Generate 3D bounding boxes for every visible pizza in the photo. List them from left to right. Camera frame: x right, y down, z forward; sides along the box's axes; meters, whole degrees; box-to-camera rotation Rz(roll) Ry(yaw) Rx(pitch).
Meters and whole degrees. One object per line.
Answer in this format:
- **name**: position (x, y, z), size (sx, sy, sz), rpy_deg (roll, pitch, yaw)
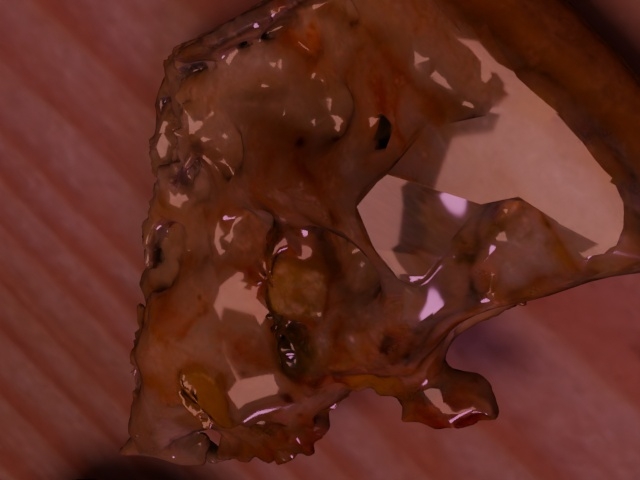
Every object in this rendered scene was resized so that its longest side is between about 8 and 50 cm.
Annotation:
- **pizza**: position (0.000, 0.000, 0.721), size (0.297, 0.071, 0.189), rpy_deg (-30, 98, 38)

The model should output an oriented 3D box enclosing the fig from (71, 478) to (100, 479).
- **fig**: position (-0.117, 0.207, 0.822), size (0.134, 0.201, 0.146), rpy_deg (28, 132, 4)
